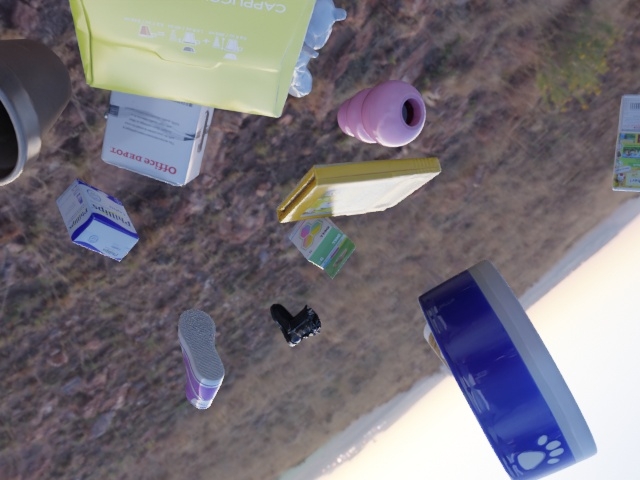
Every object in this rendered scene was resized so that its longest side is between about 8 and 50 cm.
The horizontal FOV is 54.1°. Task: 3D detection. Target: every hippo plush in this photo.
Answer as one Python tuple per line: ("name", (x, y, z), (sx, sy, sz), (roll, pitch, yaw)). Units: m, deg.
("hippo plush", (-0.079, -0.554, 1.641), (0.237, 0.234, 0.294), (-64, -179, -14))

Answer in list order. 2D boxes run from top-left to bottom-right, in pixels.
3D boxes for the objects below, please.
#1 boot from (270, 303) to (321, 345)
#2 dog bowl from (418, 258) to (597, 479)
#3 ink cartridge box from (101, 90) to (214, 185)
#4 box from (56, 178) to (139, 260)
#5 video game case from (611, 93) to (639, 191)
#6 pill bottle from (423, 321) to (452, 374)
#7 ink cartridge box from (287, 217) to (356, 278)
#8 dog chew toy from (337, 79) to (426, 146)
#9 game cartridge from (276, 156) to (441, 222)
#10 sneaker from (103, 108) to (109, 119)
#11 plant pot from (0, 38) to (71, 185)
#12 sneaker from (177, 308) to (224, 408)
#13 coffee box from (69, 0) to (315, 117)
("boot", (-0.058, 0.185, 1.495), (0.099, 0.121, 0.045), (-39, 164, 34))
("dog bowl", (0.229, 0.163, 0.789), (0.104, 0.265, 0.265), (-29, 165, 8))
("ink cartridge box", (-0.343, -0.281, 1.357), (0.114, 0.197, 0.273), (-64, 172, -71))
("box", (-0.465, -0.043, 1.309), (0.072, 0.137, 0.126), (-44, 144, 10))
("video game case", (0.751, -0.203, 1.326), (0.026, 0.226, 0.206), (-27, 120, -64))
("pill bottle", (0.303, 0.221, 1.145), (0.131, 0.229, 0.131), (-21, 141, -18))
("ink cartridge box", (0.000, 0.000, 1.647), (0.062, 0.209, 0.109), (31, 100, -34))
("dog chew toy", (0.180, -0.404, 2.025), (0.206, 0.207, 0.331), (-30, -157, -29))
("game cartridge", (0.085, -0.119, 1.521), (0.323, 0.053, 0.285), (-6, 166, -23))
("sneaker", (-0.444, -0.286, 1.504), (0.076, 0.166, 0.065), (77, 30, -43))
("plant pot", (-0.594, -0.269, 1.164), (0.263, 0.263, 0.229), (-54, -173, 39))
("sneaker", (-0.341, 0.326, 1.700), (0.102, 0.282, 0.161), (4, 127, -23))
("coffee box", (-0.187, -0.439, 0.981), (0.337, 0.335, 0.338), (7, 160, -11))
